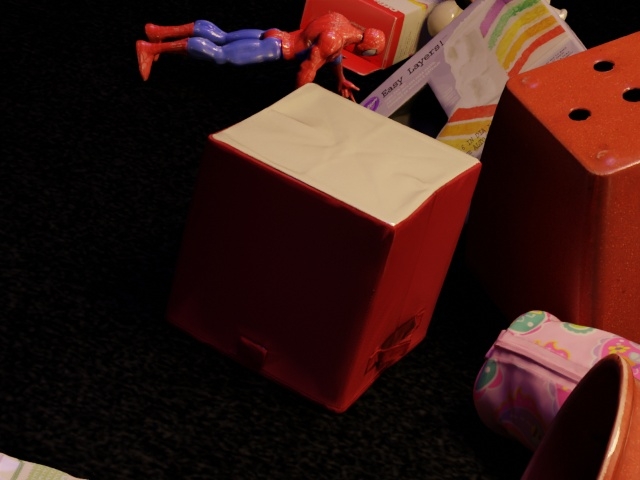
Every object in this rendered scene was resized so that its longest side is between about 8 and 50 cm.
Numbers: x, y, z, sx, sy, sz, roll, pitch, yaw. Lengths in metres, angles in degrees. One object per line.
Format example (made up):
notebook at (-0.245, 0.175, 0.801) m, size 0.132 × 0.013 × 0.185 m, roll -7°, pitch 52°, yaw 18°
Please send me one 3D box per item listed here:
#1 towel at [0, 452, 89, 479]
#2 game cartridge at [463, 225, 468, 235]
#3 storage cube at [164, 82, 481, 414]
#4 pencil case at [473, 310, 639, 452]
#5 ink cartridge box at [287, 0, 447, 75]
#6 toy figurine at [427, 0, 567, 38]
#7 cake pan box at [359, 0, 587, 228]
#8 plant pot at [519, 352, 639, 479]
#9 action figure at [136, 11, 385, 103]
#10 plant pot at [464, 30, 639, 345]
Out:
towel at (-0.227, 0.190, 1.077) m, size 0.152 × 0.023 × 0.113 m, roll 17°, pitch 29°, yaw 3°
game cartridge at (0.272, -0.056, 1.704) m, size 0.294 × 0.060 × 0.196 m, roll 6°, pitch 34°, yaw -16°
storage cube at (0.000, 0.000, 1.337) m, size 0.215 × 0.193 × 0.183 m, roll 28°, pitch 32°, yaw 19°
pencil case at (0.250, 0.140, 1.208) m, size 0.124 × 0.124 × 0.284 m, roll -6°, pitch 14°, yaw -33°
ink cartridge box at (0.069, -0.299, 1.995) m, size 0.134 × 0.078 × 0.231 m, roll 28°, pitch 32°, yaw 21°
toy figurine at (0.209, -0.272, 1.873) m, size 0.148 × 0.213 × 0.209 m, roll 25°, pitch 42°, yaw -1°
cake pan box at (0.162, -0.141, 1.616) m, size 0.070 × 0.267 × 0.246 m, roll 41°, pitch 17°, yaw -29°
plant pot at (0.251, 0.253, 0.984) m, size 0.265 × 0.272 × 0.272 m, roll 26°, pitch 30°, yaw 1°
action figure at (-0.059, -0.192, 1.761) m, size 0.280 × 0.139 × 0.091 m, roll -4°, pitch 31°, yaw 10°
plant pot at (0.296, -0.041, 1.418) m, size 0.267 × 0.236 × 0.267 m, roll -20°, pitch 40°, yaw -11°
